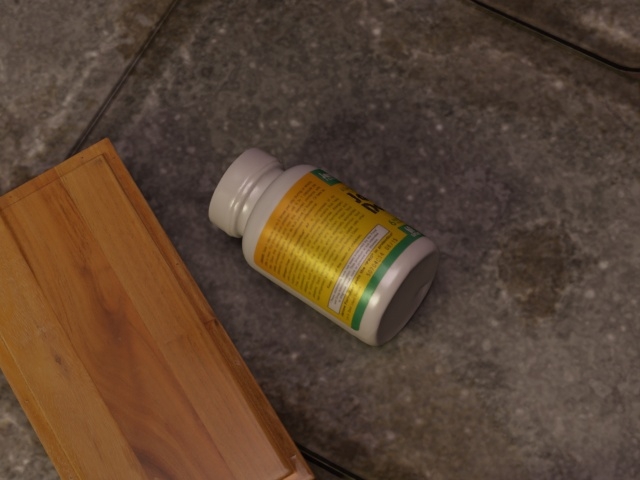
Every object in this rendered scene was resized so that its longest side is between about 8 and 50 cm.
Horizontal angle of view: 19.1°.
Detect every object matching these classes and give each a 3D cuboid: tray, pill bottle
[{"bbox_3d":[-0.190,0.118,1.813,0.203,0.076,0.411,-30,69,-7],"label":"tray"},{"bbox_3d":[0.000,0.000,1.817,0.208,0.117,0.117,33,74,18],"label":"pill bottle"}]
